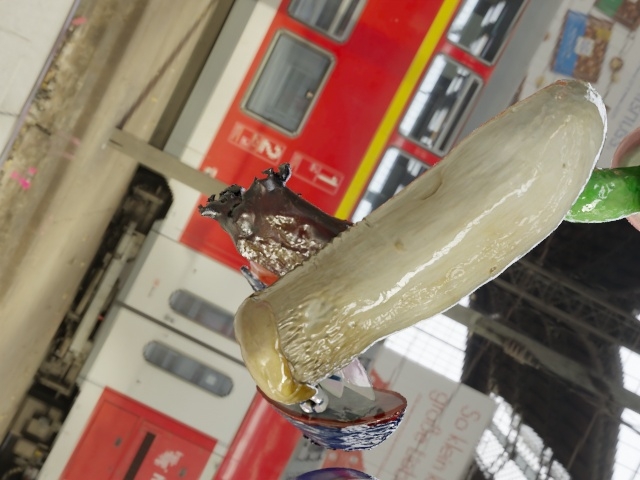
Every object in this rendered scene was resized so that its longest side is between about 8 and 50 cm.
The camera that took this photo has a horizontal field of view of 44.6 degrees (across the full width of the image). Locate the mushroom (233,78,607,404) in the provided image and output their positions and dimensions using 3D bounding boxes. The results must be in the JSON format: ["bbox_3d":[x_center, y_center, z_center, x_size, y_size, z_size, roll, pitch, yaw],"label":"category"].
[{"bbox_3d":[0.086,-0.010,0.583,0.351,0.095,0.122,-35,-162,-13],"label":"mushroom"}]

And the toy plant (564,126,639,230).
[{"bbox_3d":[0.575,-0.077,1.247,0.356,0.317,0.211,-20,133,-39],"label":"toy plant"}]

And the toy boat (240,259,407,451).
[{"bbox_3d":[0.006,0.150,0.954,0.072,0.219,0.318,-53,156,-40],"label":"toy boat"}]

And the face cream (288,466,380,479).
[{"bbox_3d":[0.023,0.296,0.621,0.111,0.206,0.206,4,-115,58],"label":"face cream"}]

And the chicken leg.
[{"bbox_3d":[0.000,0.000,0.724,0.105,0.233,0.063,-63,-179,34],"label":"chicken leg"}]
